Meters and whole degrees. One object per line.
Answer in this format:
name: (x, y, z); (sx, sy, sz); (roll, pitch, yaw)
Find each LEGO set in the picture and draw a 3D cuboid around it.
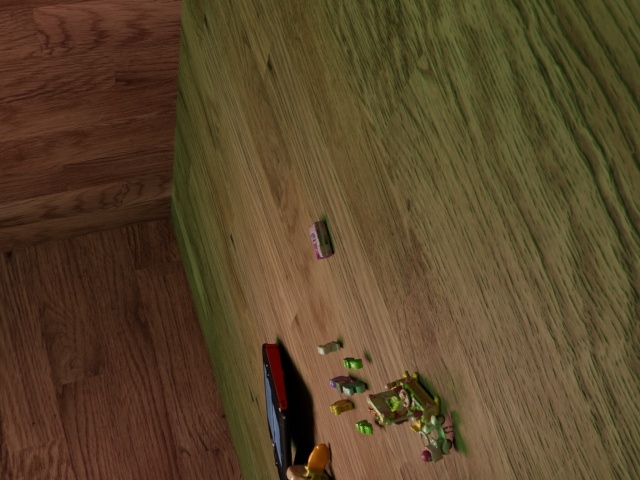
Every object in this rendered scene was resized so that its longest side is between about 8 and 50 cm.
LEGO set: (0.133, 0.318, 1.464); (0.287, 0.107, 0.132); (179, 79, -72)

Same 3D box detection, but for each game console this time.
game console: (-0.038, 0.681, 2.401); (0.122, 0.071, 0.107); (133, 153, -68)
game console: (-0.130, 0.542, 2.398); (0.342, 0.060, 0.387); (-105, 11, -59)

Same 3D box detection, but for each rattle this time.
rattle: (-0.025, 0.621, 2.232); (0.199, 0.130, 0.143); (-6, -85, -81)

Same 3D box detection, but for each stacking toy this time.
stacking toy: (0.065, 0.329, 1.788); (0.221, 0.052, 0.167); (-172, 69, -69)

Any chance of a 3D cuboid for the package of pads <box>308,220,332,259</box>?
package of pads: (0.000, 0.000, 1.781); (0.050, 0.031, 0.083); (142, 114, -74)
